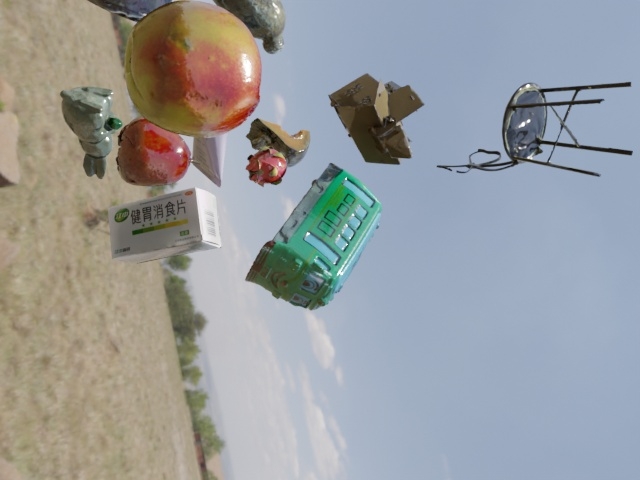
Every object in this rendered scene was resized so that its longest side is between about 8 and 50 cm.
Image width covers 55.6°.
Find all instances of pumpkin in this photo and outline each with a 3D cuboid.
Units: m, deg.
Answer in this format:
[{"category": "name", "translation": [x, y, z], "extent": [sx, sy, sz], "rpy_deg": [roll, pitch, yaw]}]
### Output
[{"category": "pumpkin", "translation": [-0.147, -0.342, 2.189], "extent": [0.131, 0.248, 0.125], "rpy_deg": [-27, -117, 54]}]

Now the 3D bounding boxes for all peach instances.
[{"category": "peach", "translation": [-0.211, -0.285, 1.024], "extent": [0.231, 0.231, 0.230], "rpy_deg": [168, -90, -77]}]

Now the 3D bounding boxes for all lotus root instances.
[{"category": "lotus root", "translation": [-0.212, -0.716, 1.795], "extent": [0.349, 0.175, 0.175], "rpy_deg": [47, 2, -27]}]

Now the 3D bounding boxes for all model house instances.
[{"category": "model house", "translation": [0.159, -0.252, 1.344], "extent": [0.180, 0.176, 0.248], "rpy_deg": [57, 1, -43]}]

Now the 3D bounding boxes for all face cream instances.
[{"category": "face cream", "translation": [-0.333, -0.306, 1.825], "extent": [0.154, 0.096, 0.273], "rpy_deg": [37, -46, 26]}]

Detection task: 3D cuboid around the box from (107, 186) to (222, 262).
[{"category": "box", "translation": [-0.491, -0.041, 1.902], "extent": [0.145, 0.333, 0.173], "rpy_deg": [31, 50, -72]}]

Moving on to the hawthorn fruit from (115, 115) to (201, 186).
[{"category": "hawthorn fruit", "translation": [-0.330, -0.177, 1.243], "extent": [0.148, 0.172, 0.148], "rpy_deg": [-166, -90, -76]}]

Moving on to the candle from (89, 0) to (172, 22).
[{"category": "candle", "translation": [-0.401, -0.666, 1.328], "extent": [0.342, 0.221, 0.221], "rpy_deg": [-65, -150, 25]}]

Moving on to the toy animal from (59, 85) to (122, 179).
[{"category": "toy animal", "translation": [-0.542, -0.262, 1.444], "extent": [0.236, 0.138, 0.108], "rpy_deg": [118, -15, -53]}]

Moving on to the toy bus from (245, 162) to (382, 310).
[{"category": "toy bus", "translation": [0.000, 0.000, 1.404], "extent": [0.199, 0.343, 0.183], "rpy_deg": [34, -41, 0]}]

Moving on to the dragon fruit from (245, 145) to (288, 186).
[{"category": "dragon fruit", "translation": [-0.109, -0.158, 1.294], "extent": [0.116, 0.081, 0.086], "rpy_deg": [-19, 99, -62]}]

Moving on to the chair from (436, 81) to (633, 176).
[{"category": "chair", "translation": [0.375, -0.201, 1.108], "extent": [0.326, 0.160, 0.170], "rpy_deg": [15, -57, 46]}]
